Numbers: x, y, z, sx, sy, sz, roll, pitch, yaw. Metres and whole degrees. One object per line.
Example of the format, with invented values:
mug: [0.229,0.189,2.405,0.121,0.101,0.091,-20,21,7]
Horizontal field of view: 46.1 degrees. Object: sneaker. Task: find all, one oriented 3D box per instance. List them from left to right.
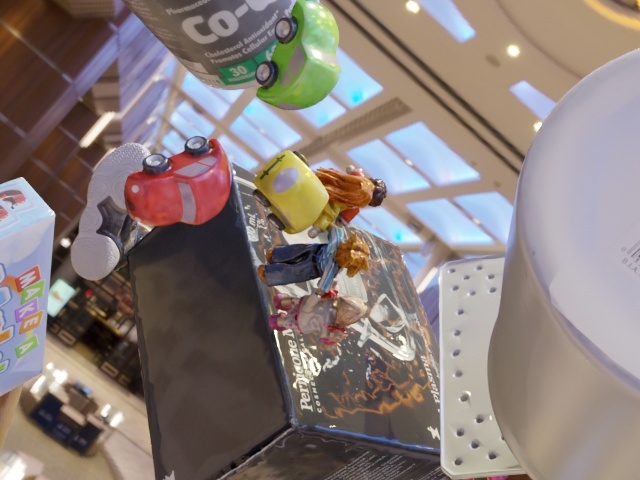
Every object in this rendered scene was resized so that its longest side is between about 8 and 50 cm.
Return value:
sneaker: [-0.377,-0.056,1.436,0.101,0.268,0.153,24,5,10]

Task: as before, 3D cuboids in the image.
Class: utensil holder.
utensil holder: [0.313,0.064,0.640,0.327,0.327,0.385,34,-17,24]

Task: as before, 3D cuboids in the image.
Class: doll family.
doll family: [0.000,0.000,0.952,0.163,0.263,0.118,-9,-30,39]

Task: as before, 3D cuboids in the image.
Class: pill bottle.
pill bottle: [-0.154,-0.340,0.831,0.204,0.204,0.361,33,-5,29]

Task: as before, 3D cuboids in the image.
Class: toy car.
toy car: [-0.038,-0.100,0.669,0.053,0.225,0.239,37,20,33]

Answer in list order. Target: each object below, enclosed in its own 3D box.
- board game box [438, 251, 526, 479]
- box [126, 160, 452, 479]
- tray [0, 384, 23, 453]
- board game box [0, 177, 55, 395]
board game box: [0.356,0.143,1.001,0.390,0.390,0.050,-10,-53,16]
box: [-0.034,0.197,1.274,0.472,0.297,0.480,23,38,-43]
tray: [-0.445,0.285,0.722,0.076,0.411,0.203,20,1,35]
board game box: [-0.244,0.067,0.392,0.039,0.211,0.160,42,-43,18]
